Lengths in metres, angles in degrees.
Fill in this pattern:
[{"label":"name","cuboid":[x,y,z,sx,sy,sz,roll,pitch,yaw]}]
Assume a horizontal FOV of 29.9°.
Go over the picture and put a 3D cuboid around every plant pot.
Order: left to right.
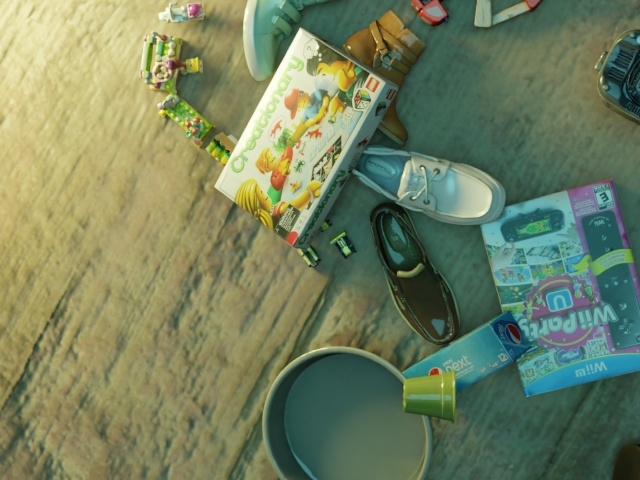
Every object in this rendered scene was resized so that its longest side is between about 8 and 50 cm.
[{"label":"plant pot","cuboid":[0.168,0.241,1.854,0.079,0.083,0.083,0,91,4]}]

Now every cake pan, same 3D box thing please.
[{"label":"cake pan","cuboid":[0.048,0.311,1.964,0.293,0.054,0.293,4,100,20]}]

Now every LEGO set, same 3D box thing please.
[{"label":"LEGO set","cuboid":[-0.232,-0.253,1.993,0.132,0.107,0.287,-14,89,8]}]

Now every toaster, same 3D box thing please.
[{"label":"toaster","cuboid":[0.536,-0.234,1.861,0.227,0.146,0.129,26,96,8]}]

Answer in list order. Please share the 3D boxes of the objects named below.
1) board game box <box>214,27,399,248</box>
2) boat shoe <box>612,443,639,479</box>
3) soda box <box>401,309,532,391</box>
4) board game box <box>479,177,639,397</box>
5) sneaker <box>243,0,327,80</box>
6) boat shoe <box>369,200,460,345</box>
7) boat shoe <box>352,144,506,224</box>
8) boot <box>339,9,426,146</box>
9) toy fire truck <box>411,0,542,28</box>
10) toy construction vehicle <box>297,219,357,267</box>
[{"label":"board game box","cuboid":[-0.026,-0.165,1.942,0.193,0.053,0.305,36,104,28]},{"label":"boat shoe","cuboid":[0.514,0.428,1.926,0.073,0.073,0.207,1,96,-29]},{"label":"soda box","cuboid":[0.230,0.191,1.906,0.210,0.067,0.071,-36,84,40]},{"label":"board game box","cuboid":[0.397,0.074,1.916,0.224,0.097,0.303,-15,89,9]},{"label":"sneaker","cuboid":[-0.036,-0.382,1.964,0.151,0.094,0.256,10,90,14]},{"label":"boat shoe","cuboid":[0.146,0.058,1.951,0.095,0.095,0.257,-29,87,8]},{"label":"boat shoe","cuboid":[0.156,-0.089,1.900,0.277,0.096,0.098,17,96,31]},{"label":"boot","cuboid":[0.118,-0.267,1.961,0.152,0.073,0.197,-40,87,5]},{"label":"toy fire truck","cuboid":[0.260,-0.395,1.948,0.192,0.047,0.135,-36,88,8]},{"label":"toy construction vehicle","cuboid":[0.000,0.000,2.002,0.086,0.035,0.098,-32,87,8]}]
